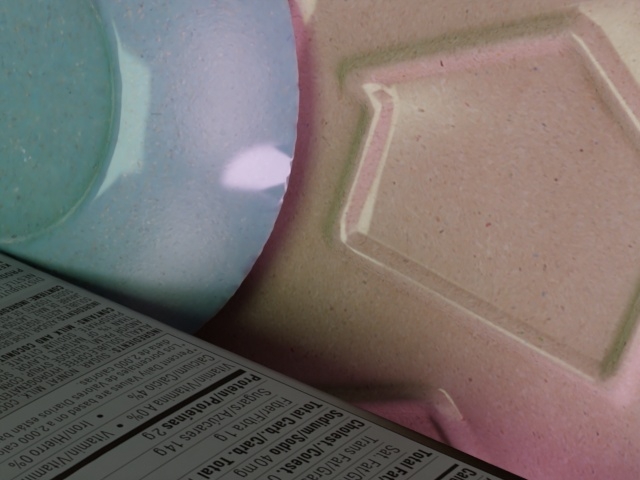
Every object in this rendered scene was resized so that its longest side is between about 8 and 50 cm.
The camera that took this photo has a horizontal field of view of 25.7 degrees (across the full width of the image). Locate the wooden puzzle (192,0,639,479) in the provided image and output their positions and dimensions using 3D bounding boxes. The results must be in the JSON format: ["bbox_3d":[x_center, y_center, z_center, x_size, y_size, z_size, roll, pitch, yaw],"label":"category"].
[{"bbox_3d":[0.000,0.000,0.493,0.322,0.080,0.347,29,108,27],"label":"wooden puzzle"}]

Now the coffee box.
[{"bbox_3d":[-0.077,0.118,0.415,0.297,0.119,0.168,20,118,29],"label":"coffee box"}]

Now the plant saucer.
[{"bbox_3d":[-0.097,-0.049,0.481,0.195,0.037,0.195,3,96,32],"label":"plant saucer"}]
